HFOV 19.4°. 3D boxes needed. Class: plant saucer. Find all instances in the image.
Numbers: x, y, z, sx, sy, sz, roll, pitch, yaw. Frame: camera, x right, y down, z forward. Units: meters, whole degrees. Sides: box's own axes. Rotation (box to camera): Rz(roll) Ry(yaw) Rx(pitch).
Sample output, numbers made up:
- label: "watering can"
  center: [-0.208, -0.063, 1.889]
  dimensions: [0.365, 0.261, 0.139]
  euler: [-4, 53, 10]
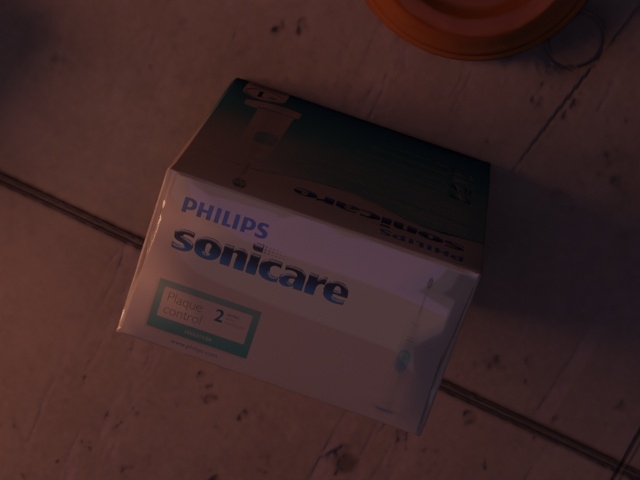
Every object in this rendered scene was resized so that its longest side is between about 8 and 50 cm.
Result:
- label: "plant saucer"
  center: [0.116, -0.230, 1.395]
  dimensions: [0.200, 0.037, 0.200]
  euler: [2, 107, 5]

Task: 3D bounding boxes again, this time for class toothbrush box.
- label: "toothbrush box"
  center: [0.000, 0.000, 1.338]
  dimensions: [0.216, 0.295, 0.126]
  euler: [19, 107, 0]
